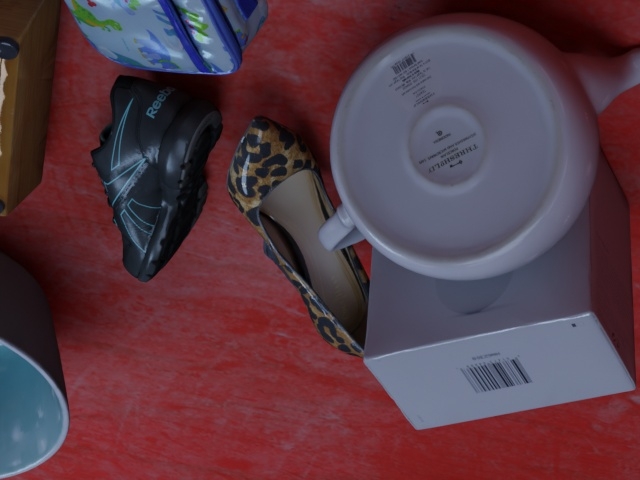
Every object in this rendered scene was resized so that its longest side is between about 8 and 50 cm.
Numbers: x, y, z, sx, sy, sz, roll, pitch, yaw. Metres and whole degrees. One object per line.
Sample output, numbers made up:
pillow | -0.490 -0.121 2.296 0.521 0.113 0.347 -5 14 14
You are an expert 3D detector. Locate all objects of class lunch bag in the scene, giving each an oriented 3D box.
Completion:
lunch bag | -0.148 -0.238 1.583 0.176 0.090 0.219 10 146 29

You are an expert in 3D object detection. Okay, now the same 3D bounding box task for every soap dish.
soap dish | -0.363 -0.152 1.727 0.229 0.118 0.291 11 138 -4

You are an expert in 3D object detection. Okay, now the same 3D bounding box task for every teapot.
teapot | 0.137 -0.080 1.689 0.256 0.252 0.187 17 -173 19

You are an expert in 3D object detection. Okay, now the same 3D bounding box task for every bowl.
bowl | -0.407 0.107 2.002 0.311 0.163 0.311 4 139 4

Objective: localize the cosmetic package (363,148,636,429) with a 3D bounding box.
cosmetic package | 0.172 0.038 1.790 0.224 0.224 0.138 -13 140 22

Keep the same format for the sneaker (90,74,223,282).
sneaker | -0.167 -0.064 1.842 0.106 0.101 0.267 29 140 8

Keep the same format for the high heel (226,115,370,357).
high heel | 0.000 0.000 1.800 0.093 0.186 0.261 -34 149 -13
